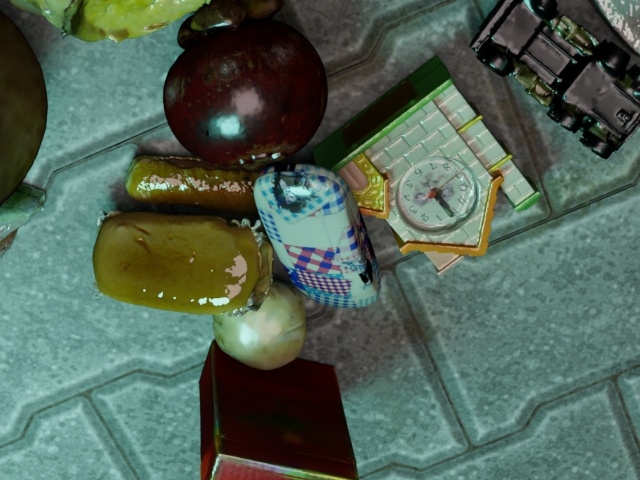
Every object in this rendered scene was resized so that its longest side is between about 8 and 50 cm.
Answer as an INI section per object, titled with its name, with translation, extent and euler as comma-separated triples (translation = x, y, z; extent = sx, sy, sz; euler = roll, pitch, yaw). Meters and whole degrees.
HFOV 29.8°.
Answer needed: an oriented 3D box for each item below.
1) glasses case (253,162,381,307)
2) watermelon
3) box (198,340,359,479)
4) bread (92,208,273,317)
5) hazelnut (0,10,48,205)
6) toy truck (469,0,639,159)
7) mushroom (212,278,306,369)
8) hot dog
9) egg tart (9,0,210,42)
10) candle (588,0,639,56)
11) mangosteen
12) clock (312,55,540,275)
[glasses case]
translation = 0.000, 0.000, 1.636
extent = 0.125, 0.076, 0.327
euler = 5, 149, 18
[watermelon]
translation = -0.470, -0.009, 1.664
extent = 0.187, 0.071, 0.139
euler = -7, 119, -3
[box]
translation = -0.066, 0.267, 1.693
extent = 0.197, 0.313, 0.089
euler = 14, 110, -12
[bread]
translation = -0.190, 0.029, 1.644
extent = 0.241, 0.107, 0.136
euler = 5, 95, 14
[hazelnut]
translation = -0.523, -0.174, 1.410
extent = 0.359, 0.409, 0.359
euler = 0, 88, 10
[toy truck]
translation = 0.322, -0.231, 1.610
extent = 0.257, 0.127, 0.127
euler = 34, 101, -18
[mushroom]
translation = -0.088, 0.118, 1.734
extent = 0.148, 0.112, 0.148
euler = -1, 113, -3
[hot dog]
translation = -0.128, -0.072, 1.674
extent = 0.286, 0.061, 0.087
euler = 2, 126, -5
[egg tart]
translation = -0.222, -0.332, 1.408
extent = 0.345, 0.345, 0.132
euler = -24, 77, 6
[candle]
translation = 0.445, -0.323, 1.609
extent = 0.192, 0.068, 0.168
euler = 1, 111, -4
[mangosteen]
translation = -0.101, -0.219, 1.542
extent = 0.215, 0.215, 0.257
euler = -10, 85, -1
[clock]
translation = 0.155, -0.085, 1.669
extent = 0.220, 0.106, 0.255
euler = -37, 113, 11
